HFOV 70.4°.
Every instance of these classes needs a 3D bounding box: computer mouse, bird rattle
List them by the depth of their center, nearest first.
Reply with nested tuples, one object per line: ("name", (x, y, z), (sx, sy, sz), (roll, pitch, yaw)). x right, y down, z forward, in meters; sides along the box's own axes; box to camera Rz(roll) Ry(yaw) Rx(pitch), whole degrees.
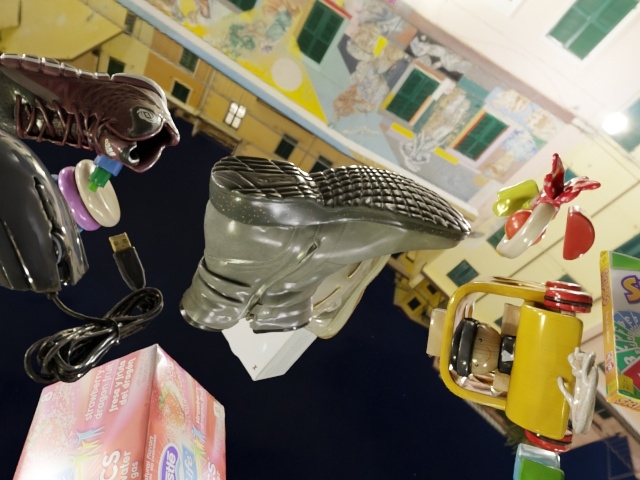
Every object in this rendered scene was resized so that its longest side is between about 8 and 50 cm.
("computer mouse", (-0.238, -0.014, 0.425), (0.262, 0.060, 0.184), (59, -167, 1))
("bird rattle", (0.457, -0.048, 0.952), (0.143, 0.207, 0.253), (33, 177, 0))

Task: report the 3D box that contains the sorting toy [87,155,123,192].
("sorting toy", (-0.480, -0.192, 0.705), (0.365, 0.127, 0.126), (34, -102, -30))

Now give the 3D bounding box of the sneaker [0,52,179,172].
("sneaker", (-0.317, -0.156, 0.593), (0.281, 0.107, 0.163), (-14, -127, -37))

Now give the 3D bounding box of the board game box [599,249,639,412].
("board game box", (0.453, 0.116, 0.617), (0.124, 0.039, 0.260), (18, -131, 10))

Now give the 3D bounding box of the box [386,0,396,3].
("box", (0.030, -0.534, 0.754), (0.242, 0.117, 0.214), (-13, -117, -45))

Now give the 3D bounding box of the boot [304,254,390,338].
("boot", (0.000, 0.000, 0.557), (0.165, 0.213, 0.077), (34, 174, -35))

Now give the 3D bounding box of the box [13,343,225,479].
("box", (-0.179, 0.270, 0.403), (0.300, 0.142, 0.154), (-106, -7, -49))

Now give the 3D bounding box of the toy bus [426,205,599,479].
("toy bus", (0.137, 0.078, 0.345), (0.104, 0.202, 0.191), (8, -134, 27))

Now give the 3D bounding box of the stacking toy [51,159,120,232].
("stacking toy", (-0.581, -0.042, 0.891), (0.330, 0.141, 0.141), (-21, -118, -8))

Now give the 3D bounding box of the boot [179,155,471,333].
("boot", (0.002, 0.016, 0.423), (0.246, 0.161, 0.083), (5, -144, -21))

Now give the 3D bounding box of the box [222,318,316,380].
("box", (-0.117, 0.194, 1.064), (0.181, 0.182, 0.119), (48, -162, 27))
